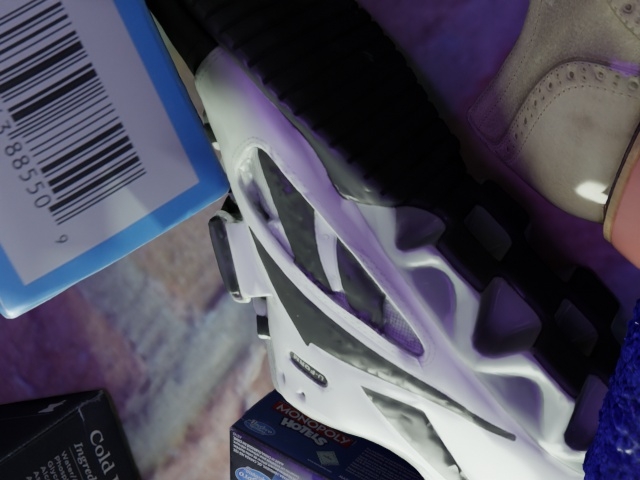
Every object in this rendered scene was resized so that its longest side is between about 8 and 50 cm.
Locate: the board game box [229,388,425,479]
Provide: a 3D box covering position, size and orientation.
[{"bbox_3d":[0.027,0.204,0.738,0.194,0.060,0.194,26,121,19],"label":"board game box"}]

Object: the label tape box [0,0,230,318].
[{"bbox_3d":[-0.191,-0.152,0.618,0.348,0.115,0.249,44,162,56],"label":"label tape box"}]

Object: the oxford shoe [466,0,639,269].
[{"bbox_3d":[0.141,-0.155,0.500,0.130,0.123,0.348,32,120,24],"label":"oxford shoe"}]

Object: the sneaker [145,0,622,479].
[{"bbox_3d":[0.000,0.000,0.637,0.146,0.122,0.330,-40,86,33],"label":"sneaker"}]

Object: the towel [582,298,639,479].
[{"bbox_3d":[0.204,-0.055,0.455,0.076,0.228,0.308,44,130,47],"label":"towel"}]

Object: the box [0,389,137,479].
[{"bbox_3d":[-0.307,0.241,0.793,0.343,0.312,0.179,-11,103,33],"label":"box"}]
